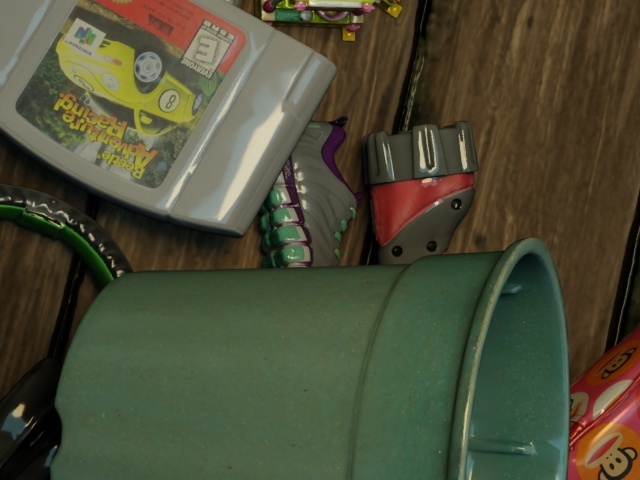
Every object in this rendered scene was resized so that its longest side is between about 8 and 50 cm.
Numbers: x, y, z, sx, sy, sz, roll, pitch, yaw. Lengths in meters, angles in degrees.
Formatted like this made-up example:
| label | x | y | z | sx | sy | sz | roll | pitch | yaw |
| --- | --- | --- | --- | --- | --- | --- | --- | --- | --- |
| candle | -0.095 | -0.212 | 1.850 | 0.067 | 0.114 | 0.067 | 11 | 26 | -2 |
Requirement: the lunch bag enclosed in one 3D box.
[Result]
| label | x | y | z | sx | sy | sz | roll | pitch | yaw |
| --- | --- | --- | --- | --- | --- | --- | --- | --- | --- |
| lunch bag | 0.353 | 0.195 | 1.641 | 0.293 | 0.120 | 0.258 | -43 | 102 | -11 |

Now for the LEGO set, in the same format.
| label | x | y | z | sx | sy | sz | roll | pitch | yaw |
| --- | --- | --- | --- | --- | --- | --- | --- | --- | --- |
| LEGO set | 0.038 | -0.251 | 1.577 | 0.287 | 0.107 | 0.132 | -23 | 94 | -14 |

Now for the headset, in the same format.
| label | x | y | z | sx | sy | sz | roll | pitch | yaw |
| --- | --- | --- | --- | --- | --- | --- | --- | --- | --- |
| headset | -0.297 | 0.149 | 1.479 | 0.243 | 0.185 | 0.394 | 23 | 67 | -9 |

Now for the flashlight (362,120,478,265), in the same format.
| label | x | y | z | sx | sy | sz | roll | pitch | yaw |
| --- | --- | --- | --- | --- | --- | --- | --- | --- | --- |
| flashlight | 0.103 | 0.050 | 1.587 | 0.103 | 0.103 | 0.304 | -9 | 91 | -40 |

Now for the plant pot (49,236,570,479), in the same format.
| label | x | y | z | sx | sy | sz | roll | pitch | yaw |
| --- | --- | --- | --- | --- | --- | --- | --- | --- | --- |
| plant pot | -0.005 | 0.158 | 1.394 | 0.334 | 0.341 | 0.341 | 4 | 86 | 21 |

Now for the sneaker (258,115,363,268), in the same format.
| label | x | y | z | sx | sy | sz | roll | pitch | yaw |
| --- | --- | --- | --- | --- | --- | --- | --- | --- | --- |
| sneaker | 0.000 | 0.000 | 1.571 | 0.098 | 0.083 | 0.223 | -7 | 88 | -20 |

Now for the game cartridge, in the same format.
| label | x | y | z | sx | sy | sz | roll | pitch | yaw |
| --- | --- | --- | --- | --- | --- | --- | --- | --- | --- |
| game cartridge | -0.158 | -0.132 | 1.516 | 0.294 | 0.060 | 0.196 | 28 | 84 | 2 |
